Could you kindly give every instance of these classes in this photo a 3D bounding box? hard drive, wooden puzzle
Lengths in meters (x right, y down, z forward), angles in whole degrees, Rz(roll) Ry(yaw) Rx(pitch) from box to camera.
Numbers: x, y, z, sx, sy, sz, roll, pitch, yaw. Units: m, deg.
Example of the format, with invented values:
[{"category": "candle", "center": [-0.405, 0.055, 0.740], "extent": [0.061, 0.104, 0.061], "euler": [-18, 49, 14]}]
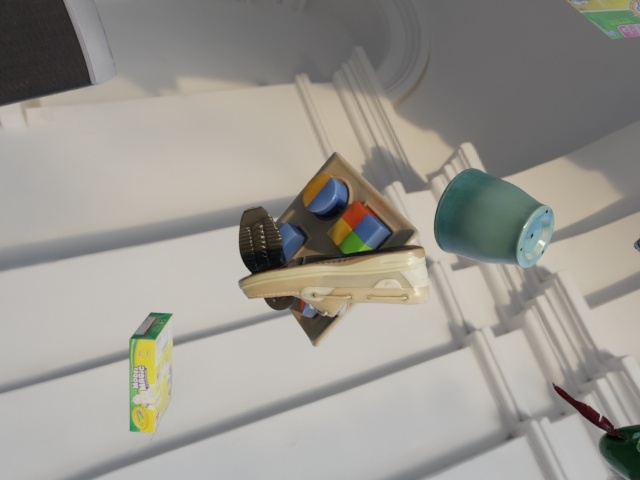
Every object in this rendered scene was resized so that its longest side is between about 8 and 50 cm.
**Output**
[{"category": "hard drive", "center": [-0.322, -0.251, 0.483], "extent": [0.054, 0.171, 0.255], "euler": [-108, -175, -46]}, {"category": "wooden puzzle", "center": [0.000, 0.000, 1.101], "extent": [0.322, 0.080, 0.348], "euler": [-49, -132, 12]}]

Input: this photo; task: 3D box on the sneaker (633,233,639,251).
[{"category": "sneaker", "center": [0.750, -0.008, 1.143], "extent": [0.052, 0.135, 0.058], "euler": [32, -48, 14]}]

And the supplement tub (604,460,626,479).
[{"category": "supplement tub", "center": [0.829, 0.671, 1.203], "extent": [0.235, 0.235, 0.325], "euler": [128, -43, -63]}]

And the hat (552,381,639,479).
[{"category": "hat", "center": [0.585, 0.430, 1.047], "extent": [0.208, 0.183, 0.173], "euler": [-31, 121, -68]}]

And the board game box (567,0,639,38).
[{"category": "board game box", "center": [0.820, -0.599, 1.259], "extent": [0.316, 0.242, 0.064], "euler": [28, -80, 60]}]

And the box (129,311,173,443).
[{"category": "box", "center": [-0.265, 0.215, 0.799], "extent": [0.105, 0.043, 0.179], "euler": [-93, -174, -76]}]

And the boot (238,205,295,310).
[{"category": "boot", "center": [-0.101, 0.012, 0.927], "extent": [0.137, 0.076, 0.198], "euler": [-104, -177, -63]}]

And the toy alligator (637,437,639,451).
[{"category": "toy alligator", "center": [0.623, 0.341, 0.904], "extent": [0.051, 0.189, 0.056], "euler": [30, -34, 56]}]

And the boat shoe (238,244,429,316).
[{"category": "boat shoe", "center": [0.017, 0.074, 0.794], "extent": [0.109, 0.302, 0.098], "euler": [-32, 113, -77]}]

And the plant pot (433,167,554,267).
[{"category": "plant pot", "center": [0.515, -0.050, 1.472], "extent": [0.255, 0.271, 0.272], "euler": [27, -53, 46]}]
